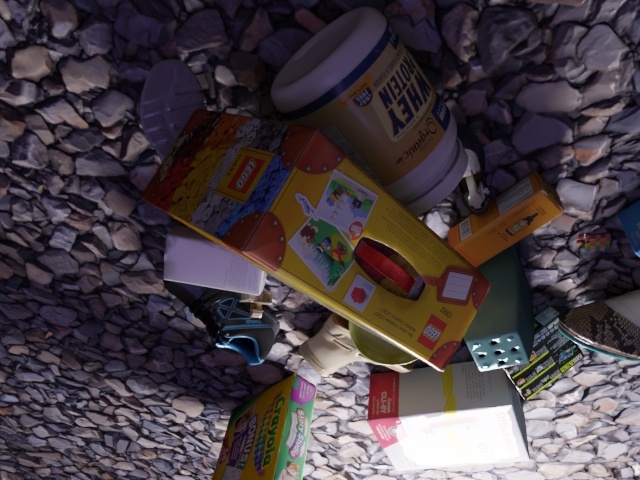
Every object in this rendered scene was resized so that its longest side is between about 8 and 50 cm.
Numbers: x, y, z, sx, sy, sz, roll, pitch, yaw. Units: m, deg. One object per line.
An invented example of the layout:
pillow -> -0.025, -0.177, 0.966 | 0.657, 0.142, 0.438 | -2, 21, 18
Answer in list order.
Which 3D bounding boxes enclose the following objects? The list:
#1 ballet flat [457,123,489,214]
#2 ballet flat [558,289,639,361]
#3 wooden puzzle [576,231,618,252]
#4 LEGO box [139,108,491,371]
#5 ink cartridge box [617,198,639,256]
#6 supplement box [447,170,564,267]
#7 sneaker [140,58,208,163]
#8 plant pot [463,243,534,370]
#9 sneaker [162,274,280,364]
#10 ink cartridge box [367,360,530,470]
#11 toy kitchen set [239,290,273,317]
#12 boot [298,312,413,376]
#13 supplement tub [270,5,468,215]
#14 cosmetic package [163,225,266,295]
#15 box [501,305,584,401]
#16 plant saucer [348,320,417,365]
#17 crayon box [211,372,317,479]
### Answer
ballet flat -> 0.295, -0.131, 1.128 | 0.074, 0.074, 0.203 | -12, 127, 18
ballet flat -> 0.764, 0.216, 1.317 | 0.483, 0.164, 0.182 | 25, 108, -20
wooden puzzle -> 0.599, 0.005, 1.237 | 0.083, 0.006, 0.049 | -8, 128, 15
LEGO box -> 0.000, 0.000, 1.002 | 0.500, 0.193, 0.373 | 35, 172, -39
ink cartridge box -> 0.782, -0.048, 1.082 | 0.223, 0.129, 0.307 | 32, 127, -17
supplement box -> 0.379, -0.039, 1.190 | 0.078, 0.080, 0.233 | 37, 128, -22
sneaker -> -0.274, -0.185, 1.140 | 0.125, 0.180, 0.320 | -8, 96, -8
plant pot -> 0.377, 0.155, 1.250 | 0.166, 0.234, 0.165 | -17, 126, 21
sneaker -> -0.250, 0.182, 1.434 | 0.341, 0.139, 0.125 | 35, 129, -18
ink cartridge box -> 0.356, 0.489, 1.586 | 0.385, 0.160, 0.279 | -13, 126, 19
toy kitchen set -> -0.150, 0.154, 1.410 | 0.083, 0.068, 0.075 | 9, 165, -26
boot -> 0.093, 0.303, 1.512 | 0.262, 0.095, 0.203 | 31, 127, -15
supplement tub -> 0.093, -0.208, 0.989 | 0.228, 0.228, 0.316 | -28, 121, 28
cosmetic package -> -0.240, 0.046, 1.333 | 0.231, 0.085, 0.117 | 11, 106, 1
box -> 0.537, 0.281, 1.406 | 0.191, 0.045, 0.184 | -38, 122, 1
plant saucer -> 0.184, 0.189, 1.389 | 0.241, 0.037, 0.240 | -2, 107, -7
crayon box -> -0.170, 0.604, 1.633 | 0.106, 0.362, 0.313 | 38, 125, -21
